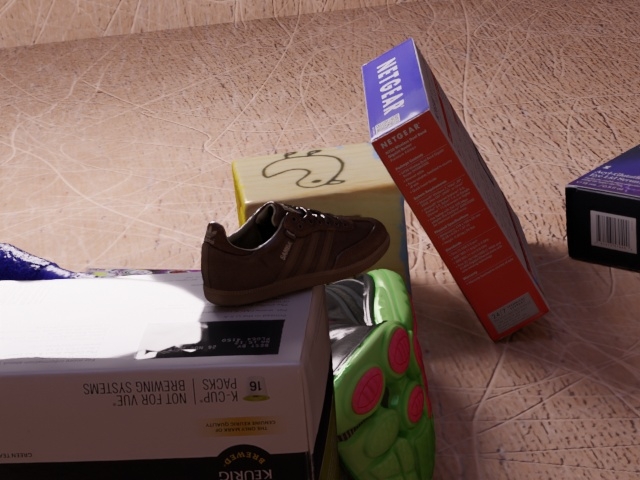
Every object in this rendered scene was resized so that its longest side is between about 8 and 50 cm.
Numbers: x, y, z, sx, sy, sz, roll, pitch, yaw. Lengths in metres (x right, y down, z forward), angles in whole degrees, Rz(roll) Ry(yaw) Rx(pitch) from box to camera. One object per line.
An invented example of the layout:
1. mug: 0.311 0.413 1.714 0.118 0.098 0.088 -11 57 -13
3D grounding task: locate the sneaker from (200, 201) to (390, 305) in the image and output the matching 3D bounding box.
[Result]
1. sneaker: -0.017 -0.001 1.408 0.188 0.071 0.066 -20 25 -36

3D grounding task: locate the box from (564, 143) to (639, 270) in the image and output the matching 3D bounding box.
1. box: 0.447 -0.046 2.256 0.153 0.108 0.207 11 27 38

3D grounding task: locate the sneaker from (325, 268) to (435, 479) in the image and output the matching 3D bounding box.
1. sneaker: 0.011 0.156 1.761 0.202 0.185 0.483 -11 7 3

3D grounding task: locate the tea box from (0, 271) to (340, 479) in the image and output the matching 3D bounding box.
1. tea box: -0.153 0.210 1.431 0.329 0.324 0.220 -2 20 5

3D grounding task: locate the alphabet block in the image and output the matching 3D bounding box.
1. alphabet block: 0.000 0.000 2.127 0.197 0.193 0.192 -8 20 -6

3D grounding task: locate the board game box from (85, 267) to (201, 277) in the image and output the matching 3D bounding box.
1. board game box: -0.201 0.084 2.037 0.208 0.056 0.347 5 9 -2

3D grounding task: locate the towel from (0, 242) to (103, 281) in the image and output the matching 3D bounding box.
1. towel: -0.259 0.140 1.773 0.308 0.228 0.076 15 28 40

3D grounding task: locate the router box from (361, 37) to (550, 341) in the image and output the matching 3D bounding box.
1. router box: 0.165 -0.073 2.122 0.082 0.301 0.335 -29 18 10
